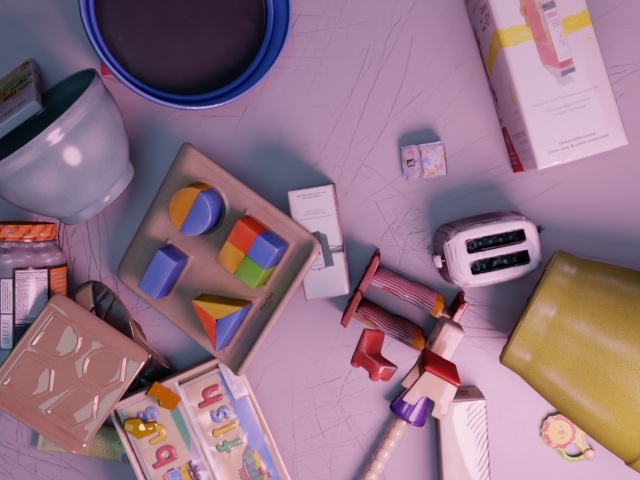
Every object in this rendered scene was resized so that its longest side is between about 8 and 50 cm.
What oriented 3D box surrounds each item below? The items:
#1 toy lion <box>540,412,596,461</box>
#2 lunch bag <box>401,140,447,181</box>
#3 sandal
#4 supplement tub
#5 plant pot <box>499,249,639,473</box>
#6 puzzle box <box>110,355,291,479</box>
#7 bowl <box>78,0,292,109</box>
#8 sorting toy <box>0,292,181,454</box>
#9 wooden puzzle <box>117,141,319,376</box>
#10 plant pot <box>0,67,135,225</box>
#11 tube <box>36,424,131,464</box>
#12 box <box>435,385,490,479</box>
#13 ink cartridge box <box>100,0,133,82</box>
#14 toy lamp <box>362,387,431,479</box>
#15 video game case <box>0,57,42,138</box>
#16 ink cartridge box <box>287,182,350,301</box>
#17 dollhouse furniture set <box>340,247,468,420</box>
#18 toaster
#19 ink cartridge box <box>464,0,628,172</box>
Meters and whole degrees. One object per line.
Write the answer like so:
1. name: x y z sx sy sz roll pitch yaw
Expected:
1. toy lion: 0.484 0.387 1.741 0.096 0.034 0.100 -12 94 11
2. lunch bag: 0.200 -0.152 1.708 0.083 0.053 0.071 -5 92 13
3. sandal: -0.391 0.211 1.753 0.120 0.086 0.302 -35 106 0
4. supplement tub: -0.585 0.122 1.697 0.194 0.193 0.316 2 93 3
5. plant pot: 0.528 0.195 1.591 0.353 0.366 0.366 28 95 13
6. puzzle box: -0.214 0.447 1.733 0.272 0.052 0.408 -24 95 -8
7. bowl: -0.248 -0.435 1.635 0.391 0.077 0.391 -1 92 -20
8. sorting toy: -0.428 0.271 1.639 0.307 0.041 0.229 37 75 -15
9. wooden puzzle: -0.212 0.039 1.648 0.348 0.080 0.322 38 112 16
10. plant pot: -0.472 -0.154 1.651 0.293 0.293 0.196 -35 118 5
11. tube: -0.450 0.400 1.781 0.240 0.062 0.070 10 53 6
12. box: 0.276 0.429 1.714 0.094 0.113 0.275 -4 95 2
13. ink cartridge box: -0.380 -0.384 1.693 0.063 0.109 0.150 -3 94 3
14. toy lamp: 0.134 0.407 1.737 0.080 0.080 0.274 27 97 1
15. video game case: -0.628 -0.236 1.683 0.227 0.206 0.026 -35 128 5
16. ink cartridge box: 0.000 0.000 1.679 0.087 0.153 0.208 -9 94 4
17. dollhouse furniture set: 0.152 0.150 1.573 0.201 0.374 0.152 27 99 -1
18. toaster: 0.324 0.016 1.665 0.227 0.146 0.129 -11 94 4
19. ink cartridge box: 0.383 -0.326 1.574 0.160 0.279 0.384 -16 92 5
